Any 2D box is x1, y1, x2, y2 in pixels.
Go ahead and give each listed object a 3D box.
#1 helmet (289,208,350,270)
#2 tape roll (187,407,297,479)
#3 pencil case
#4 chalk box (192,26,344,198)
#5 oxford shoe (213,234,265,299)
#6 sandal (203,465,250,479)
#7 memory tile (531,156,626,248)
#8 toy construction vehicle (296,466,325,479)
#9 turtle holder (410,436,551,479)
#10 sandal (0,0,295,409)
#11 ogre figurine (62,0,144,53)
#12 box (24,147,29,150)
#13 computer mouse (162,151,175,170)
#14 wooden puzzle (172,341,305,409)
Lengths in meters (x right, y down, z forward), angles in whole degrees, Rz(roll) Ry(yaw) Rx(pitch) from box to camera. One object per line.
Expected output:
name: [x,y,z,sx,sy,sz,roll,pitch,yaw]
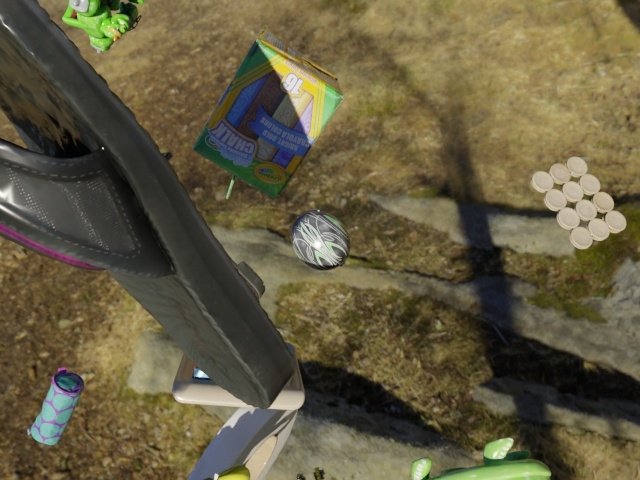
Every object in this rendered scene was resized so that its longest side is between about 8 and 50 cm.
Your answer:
helmet: [0.000,0.000,1.599,0.169,0.161,0.170,-5,76,19]
tape roll: [-0.190,0.529,1.374,0.072,0.392,0.392,29,59,18]
pencil case: [-0.522,0.331,1.151,0.070,0.064,0.152,48,116,38]
chalk box: [-0.083,-0.156,0.793,0.213,0.132,0.132,-53,18,20]
oxford shoe: [-0.181,0.039,0.820,0.082,0.227,0.096,-34,22,44]
sandal: [-0.263,0.532,1.051,0.317,0.126,0.138,-19,79,-7]
memory tile: [0.424,-0.064,0.956,0.113,0.012,0.148,-24,74,-17]
toy construction vehicle: [-0.029,0.697,1.724,0.085,0.098,0.035,-19,59,2]
turtle holder: [0.256,0.495,1.002,0.320,0.243,0.228,-12,59,2]
sandal: [-0.171,-0.023,0.390,0.107,0.446,0.167,-46,26,-28]
ogre figurine: [-0.338,-0.374,0.913,0.197,0.096,0.118,-9,55,67]
box: [-0.728,-0.148,1.472,0.183,0.059,0.233,-52,-1,14]
computer mouse: [-0.439,-0.213,1.600,0.071,0.041,0.242,-28,25,0]
wooden puzzle: [-0.145,0.228,1.063,0.220,0.044,0.239,6,12,-8]
